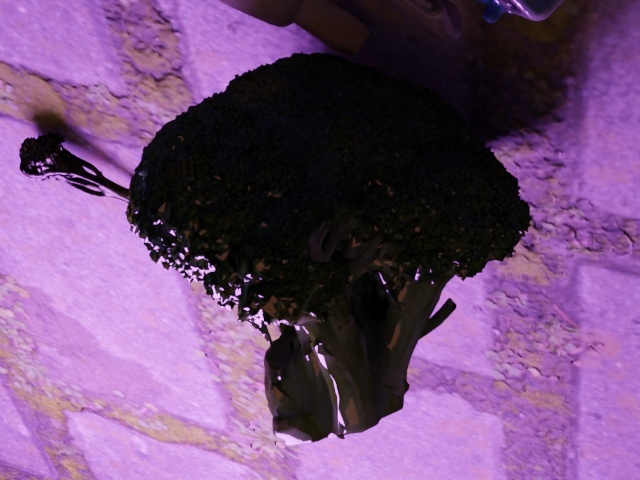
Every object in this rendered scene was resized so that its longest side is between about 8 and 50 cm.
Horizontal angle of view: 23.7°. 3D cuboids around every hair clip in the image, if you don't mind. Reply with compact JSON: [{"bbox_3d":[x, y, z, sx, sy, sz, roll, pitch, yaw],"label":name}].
[{"bbox_3d":[-0.013,-0.165,0.919,0.218,0.071,0.159,16,168,22],"label":"hair clip"}]

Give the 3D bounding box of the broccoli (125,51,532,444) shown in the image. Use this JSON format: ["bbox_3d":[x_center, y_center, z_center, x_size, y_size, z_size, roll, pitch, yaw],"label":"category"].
[{"bbox_3d":[0.000,0.000,0.968,0.269,0.261,0.242,-12,91,43],"label":"broccoli"}]

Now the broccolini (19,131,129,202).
[{"bbox_3d":[-0.145,-0.027,1.238,0.218,0.044,0.042,27,133,-10],"label":"broccolini"}]

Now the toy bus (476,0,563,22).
[{"bbox_3d":[0.021,-0.231,0.707,0.297,0.106,0.131,40,-175,-24],"label":"toy bus"}]
